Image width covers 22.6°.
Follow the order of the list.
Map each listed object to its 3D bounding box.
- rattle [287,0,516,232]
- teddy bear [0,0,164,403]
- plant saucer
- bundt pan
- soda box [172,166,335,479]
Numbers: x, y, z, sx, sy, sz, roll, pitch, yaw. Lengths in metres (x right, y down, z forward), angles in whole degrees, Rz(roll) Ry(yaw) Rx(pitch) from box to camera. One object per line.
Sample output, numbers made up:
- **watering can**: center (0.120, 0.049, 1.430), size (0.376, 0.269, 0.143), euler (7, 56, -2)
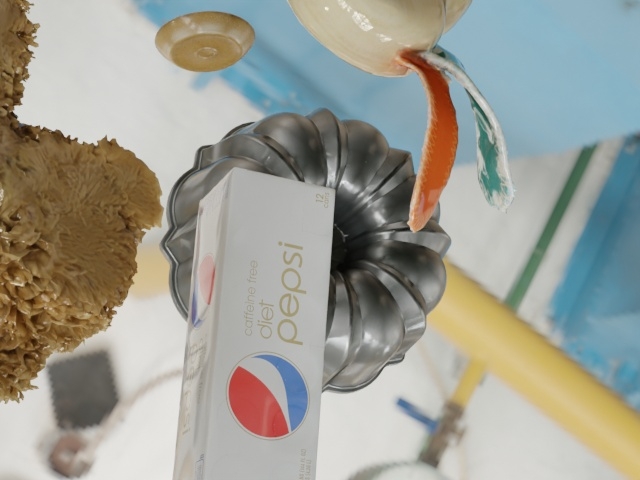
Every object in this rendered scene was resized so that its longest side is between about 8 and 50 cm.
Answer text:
- **rattle**: center (0.040, -0.120, 0.533), size (0.130, 0.143, 0.199), euler (35, -158, -45)
- **teddy bear**: center (-0.240, -0.065, 0.799), size (0.338, 0.245, 0.113), euler (26, 148, -36)
- **plant saucer**: center (-0.094, -0.160, 1.321), size (0.083, 0.015, 0.083), euler (-5, 154, -3)
- **bundt pan**: center (0.000, 0.000, 1.741), size (0.331, 0.331, 0.124), euler (33, 152, -11)
- **soda box**: center (-0.042, 0.069, 1.003), size (0.074, 0.216, 0.069), euler (12, 159, -20)
